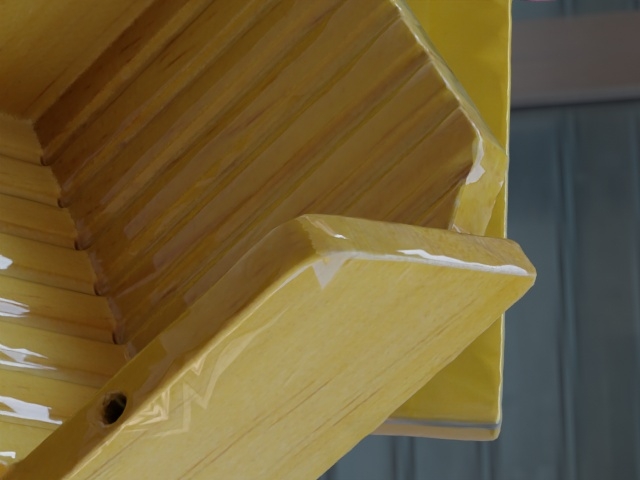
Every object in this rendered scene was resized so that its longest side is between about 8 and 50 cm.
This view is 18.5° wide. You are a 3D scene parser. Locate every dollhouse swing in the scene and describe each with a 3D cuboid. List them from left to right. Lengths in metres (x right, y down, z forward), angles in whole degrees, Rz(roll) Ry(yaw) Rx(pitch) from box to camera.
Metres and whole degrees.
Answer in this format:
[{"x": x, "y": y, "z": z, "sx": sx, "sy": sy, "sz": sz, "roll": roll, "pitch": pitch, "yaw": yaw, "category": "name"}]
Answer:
[{"x": -0.152, "y": -0.061, "z": 0.917, "sx": 0.305, "sy": 0.315, "sz": 0.347, "roll": 33, "pitch": 21, "yaw": -42, "category": "dollhouse swing"}]

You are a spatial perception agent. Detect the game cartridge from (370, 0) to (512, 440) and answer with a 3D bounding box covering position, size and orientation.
[{"x": -0.049, "y": -0.028, "z": 1.175, "sx": 0.053, "sy": 0.323, "sz": 0.285, "roll": 85, "pitch": 9, "yaw": -70, "category": "game cartridge"}]
